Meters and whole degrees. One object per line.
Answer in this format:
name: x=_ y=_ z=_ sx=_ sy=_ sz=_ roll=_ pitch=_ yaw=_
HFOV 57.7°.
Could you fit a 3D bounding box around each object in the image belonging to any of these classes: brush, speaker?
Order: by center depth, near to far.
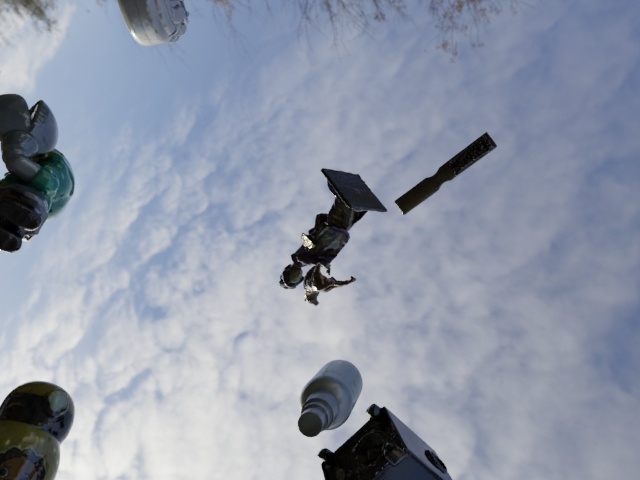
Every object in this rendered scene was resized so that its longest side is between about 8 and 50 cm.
brush: x=0.267 y=-0.142 z=1.256 sx=0.248 sy=0.036 sz=0.043 roll=-36 pitch=-95 yaw=15
speaker: x=0.161 y=0.569 z=1.394 sx=0.232 sy=0.254 sz=0.184 roll=-43 pitch=-158 yaw=3

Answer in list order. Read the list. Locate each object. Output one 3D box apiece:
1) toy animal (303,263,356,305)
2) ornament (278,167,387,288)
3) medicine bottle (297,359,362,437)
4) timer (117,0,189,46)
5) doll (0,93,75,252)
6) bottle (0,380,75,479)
toy animal: x=0.011 y=0.126 z=1.750 sx=0.116 sy=0.114 sz=0.255 roll=-50 pitch=-170 yaw=-17
ornament: x=0.006 y=0.004 z=0.844 sx=0.081 sy=0.088 sz=0.203 roll=49 pitch=-62 yaw=37
medicine bottle: x=0.015 y=0.331 z=1.202 sx=0.110 sy=0.352 sz=0.110 roll=0 pitch=-91 yaw=11
timer: x=-0.296 y=-0.460 z=0.995 sx=0.087 sy=0.236 sz=0.262 roll=-13 pitch=-160 yaw=0
doll: x=-0.383 y=-0.088 z=0.735 sx=0.258 sy=0.153 sz=0.194 roll=3 pitch=-125 yaw=54
bottle: x=-0.578 y=0.425 z=1.074 sx=0.172 sy=0.171 sz=0.351 roll=-23 pitch=-142 yaw=30
